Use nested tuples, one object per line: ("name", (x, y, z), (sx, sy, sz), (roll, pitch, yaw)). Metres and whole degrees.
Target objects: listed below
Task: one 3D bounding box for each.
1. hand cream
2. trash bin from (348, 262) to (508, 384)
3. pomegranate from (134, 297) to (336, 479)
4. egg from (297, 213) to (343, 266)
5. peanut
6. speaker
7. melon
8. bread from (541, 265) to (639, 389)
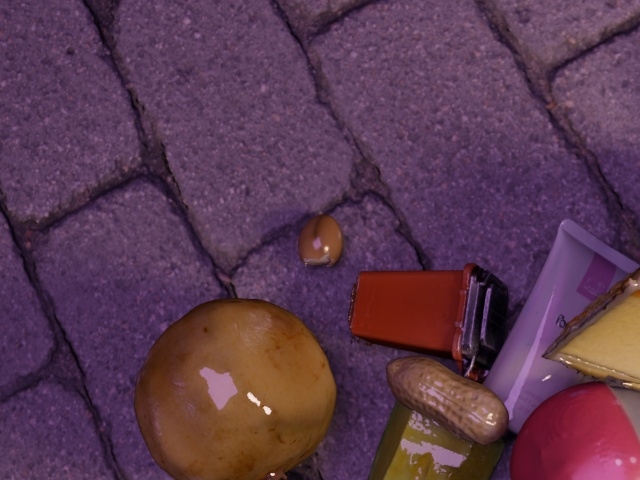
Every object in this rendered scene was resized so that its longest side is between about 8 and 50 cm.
("hand cream", (0.381, 0.160, 1.859), (0.186, 0.118, 0.358), (32, 85, 0))
("trash bin", (0.178, 0.135, 1.913), (0.239, 0.161, 0.184), (2, 76, 26))
("pomegranate", (-0.134, 0.258, 1.880), (0.333, 0.332, 0.332), (-4, 75, 17))
("egg", (0.000, 0.000, 2.038), (0.080, 0.080, 0.096), (-1, 79, 17))
("peanut", (0.194, 0.243, 1.787), (0.214, 0.099, 0.090), (29, 98, 22))
("speaker", (0.420, 0.345, 1.692), (0.294, 0.294, 0.294), (-4, 75, 17))
("melon", (0.144, 0.413, 1.863), (0.196, 0.124, 0.323), (27, 89, 24))
("bread", (0.596, 0.124, 1.640), (0.405, 0.242, 0.345), (36, 116, 6))
